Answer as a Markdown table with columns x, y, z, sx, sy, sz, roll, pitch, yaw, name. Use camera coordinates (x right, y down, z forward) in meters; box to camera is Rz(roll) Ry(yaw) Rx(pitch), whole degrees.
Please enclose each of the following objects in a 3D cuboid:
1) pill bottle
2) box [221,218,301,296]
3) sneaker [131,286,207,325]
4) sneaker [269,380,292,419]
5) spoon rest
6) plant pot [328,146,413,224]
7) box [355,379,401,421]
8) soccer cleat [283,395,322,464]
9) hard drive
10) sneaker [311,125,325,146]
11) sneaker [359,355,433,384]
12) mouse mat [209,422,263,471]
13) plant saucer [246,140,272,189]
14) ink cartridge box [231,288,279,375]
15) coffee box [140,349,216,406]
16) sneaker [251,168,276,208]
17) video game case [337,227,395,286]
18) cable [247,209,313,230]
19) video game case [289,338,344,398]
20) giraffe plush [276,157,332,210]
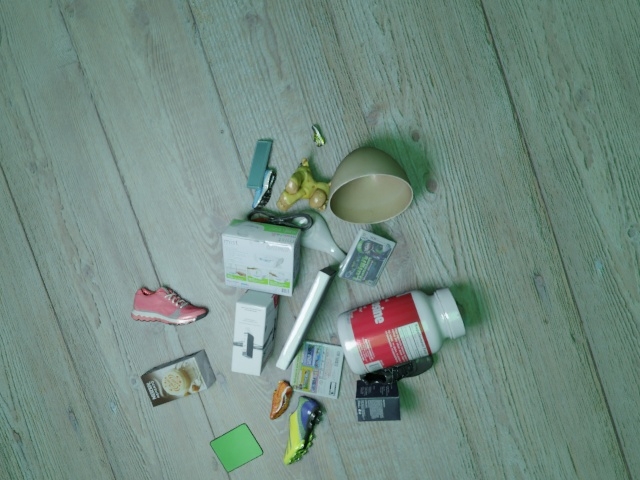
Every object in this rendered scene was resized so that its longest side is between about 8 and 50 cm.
| x | y | z | sx | sy | sz | roll | pitch | yaw | name |
| --- | --- | --- | --- | --- | --- | --- | --- | --- | --- |
| 0.282 | 0.310 | 1.462 | 0.407 | 0.229 | 0.229 | -19 | 92 | 9 | pill bottle |
| -0.214 | 0.063 | 1.515 | 0.261 | 0.127 | 0.231 | 8 | 123 | 7 | box |
| -0.602 | 0.253 | 1.635 | 0.313 | 0.116 | 0.136 | 3 | 94 | 8 | sneaker |
| -0.163 | 0.634 | 1.644 | 0.067 | 0.064 | 0.175 | 34 | 108 | 40 | sneaker |
| 0.000 | 0.000 | 1.560 | 0.276 | 0.084 | 0.137 | 44 | 98 | 16 | spoon rest |
| 0.164 | -0.211 | 1.437 | 0.284 | 0.284 | 0.191 | -9 | 59 | 8 | plant pot |
| 0.212 | 0.587 | 1.532 | 0.158 | 0.156 | 0.093 | -6 | 95 | 8 | box |
| -0.088 | 0.748 | 1.636 | 0.121 | 0.093 | 0.289 | 30 | 104 | 35 | soccer cleat |
| -0.045 | 0.268 | 1.486 | 0.047 | 0.233 | 0.353 | 25 | 93 | 7 | hard drive |
| -0.016 | -0.386 | 1.540 | 0.035 | 0.031 | 0.083 | -29 | 91 | 10 | sneaker |
| 0.278 | 0.480 | 1.528 | 0.286 | 0.130 | 0.109 | -17 | 91 | 8 | sneaker |
| -0.347 | 0.855 | 1.708 | 0.189 | 0.007 | 0.153 | -31 | 90 | 8 | mouse mat |
| -0.233 | -0.287 | 1.556 | 0.067 | 0.018 | 0.192 | 9 | 82 | 25 | plant saucer |
| -0.239 | 0.328 | 1.535 | 0.114 | 0.197 | 0.273 | 9 | 104 | 7 | ink cartridge box |
| -0.568 | 0.553 | 1.664 | 0.246 | 0.098 | 0.141 | -22 | 91 | 9 | coffee box |
| -0.227 | -0.197 | 1.581 | 0.073 | 0.063 | 0.162 | 22 | 92 | 21 | sneaker |
| 0.171 | 0.067 | 1.509 | 0.173 | 0.022 | 0.190 | 20 | 100 | -34 | video game case |
| -0.165 | -0.067 | 1.565 | 0.287 | 0.072 | 0.140 | -15 | 79 | 13 | cable |
| -0.014 | 0.501 | 1.623 | 0.193 | 0.023 | 0.213 | 8 | 97 | 7 | video game case |
| -0.038 | -0.178 | 1.516 | 0.170 | 0.181 | 0.210 | 30 | 64 | -6 | giraffe plush |
